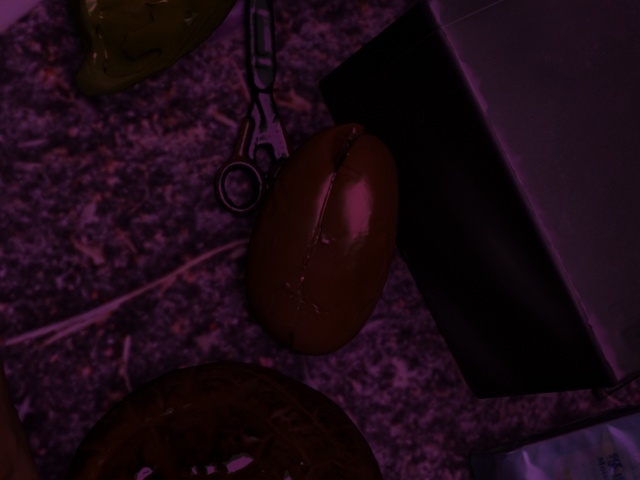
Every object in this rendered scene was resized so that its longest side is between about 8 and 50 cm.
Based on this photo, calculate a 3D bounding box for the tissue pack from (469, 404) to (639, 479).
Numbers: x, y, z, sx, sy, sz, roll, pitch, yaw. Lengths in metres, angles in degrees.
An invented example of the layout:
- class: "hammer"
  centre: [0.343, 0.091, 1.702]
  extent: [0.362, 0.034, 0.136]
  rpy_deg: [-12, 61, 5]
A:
- class: "tissue pack"
  centre: [0.244, 0.278, 1.087]
  extent: [0.177, 0.089, 0.263]
  rpy_deg: [-12, 86, -22]

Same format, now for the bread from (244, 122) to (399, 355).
- class: "bread"
  centre: [0.000, 0.000, 1.036]
  extent: [0.114, 0.077, 0.189]
  rpy_deg: [19, 99, 23]

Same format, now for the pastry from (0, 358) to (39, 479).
- class: "pastry"
  centre: [-0.379, 0.170, 0.818]
  extent: [0.410, 0.245, 0.409]
  rpy_deg: [4, 76, -18]

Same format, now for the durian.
- class: "durian"
  centre: [-0.124, -0.233, 1.052]
  extent: [0.139, 0.101, 0.250]
  rpy_deg: [-1, 79, 17]

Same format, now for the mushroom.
- class: "mushroom"
  centre: [-0.070, 0.207, 0.948]
  extent: [0.253, 0.153, 0.253]
  rpy_deg: [-1, 62, 1]

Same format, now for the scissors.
- class: "scissors"
  centre: [-0.048, -0.128, 1.099]
  extent: [0.088, 0.017, 0.220]
  rpy_deg: [-1, 81, -15]

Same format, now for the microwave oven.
- class: "microwave oven"
  centre: [0.282, -0.098, 1.084]
  extent: [0.432, 0.236, 0.374]
  rpy_deg: [-26, 89, -20]
